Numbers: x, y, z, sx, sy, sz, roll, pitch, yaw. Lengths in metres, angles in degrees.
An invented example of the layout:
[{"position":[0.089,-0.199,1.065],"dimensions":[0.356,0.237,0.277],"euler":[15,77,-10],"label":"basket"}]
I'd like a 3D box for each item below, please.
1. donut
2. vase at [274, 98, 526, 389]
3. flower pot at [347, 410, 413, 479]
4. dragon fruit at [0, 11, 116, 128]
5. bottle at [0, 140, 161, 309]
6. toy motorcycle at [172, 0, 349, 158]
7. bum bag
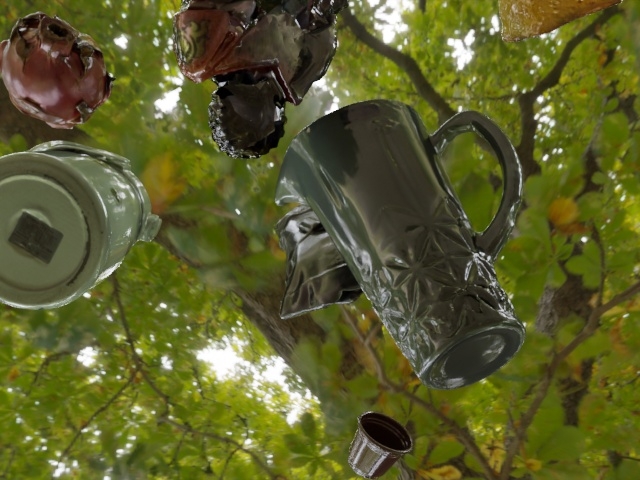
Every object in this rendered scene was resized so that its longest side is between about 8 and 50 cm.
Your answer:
[{"position":[0.341,-0.356,0.958],"dimensions":[0.190,0.174,0.075],"euler":[-15,-68,26],"label":"donut"},{"position":[0.096,-0.010,0.670],"dimensions":[0.251,0.156,0.301],"euler":[-32,-130,11],"label":"vase"},{"position":[0.100,0.378,1.215],"dimensions":[0.111,0.111,0.089],"euler":[30,-72,14],"label":"flower pot"},{"position":[-0.591,-0.371,1.503],"dimensions":[0.314,0.250,0.251],"euler":[-5,-114,49],"label":"dragon fruit"},{"position":[-0.379,-0.043,1.029],"dimensions":[0.228,0.352,0.229],"euler":[0,-79,0],"label":"bottle"},{"position":[-0.047,-0.290,0.692],"dimensions":[0.134,0.207,0.401],"euler":[6,-119,42],"label":"toy motorcycle"},{"position":[0.000,0.000,0.930],"dimensions":[0.143,0.340,0.095],"euler":[-24,-65,7],"label":"bum bag"}]
